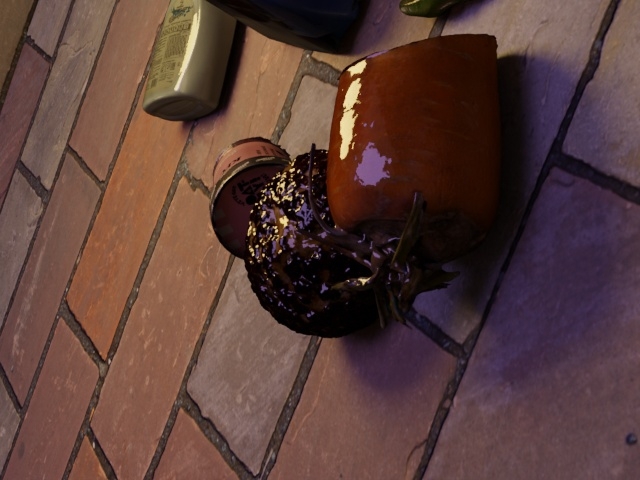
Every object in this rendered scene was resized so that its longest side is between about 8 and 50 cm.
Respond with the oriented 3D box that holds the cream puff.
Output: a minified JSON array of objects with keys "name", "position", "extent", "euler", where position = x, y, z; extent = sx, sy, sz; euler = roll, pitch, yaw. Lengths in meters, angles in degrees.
[{"name":"cream puff","position":[0.000,0.000,1.634],"extent":[0.239,0.165,0.239],"euler":[-31,52,52]}]

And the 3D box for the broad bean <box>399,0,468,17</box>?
[{"name":"broad bean","position":[0.167,-0.312,1.624],"extent":[0.195,0.046,0.061],"euler":[-32,37,45]}]

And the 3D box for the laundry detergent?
[{"name":"laundry detergent","position":[-0.219,-0.356,2.277],"extent":[0.215,0.105,0.280],"euler":[-11,68,61]}]

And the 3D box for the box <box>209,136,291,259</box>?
[{"name":"box","position":[-0.084,-0.065,1.849],"extent":[0.151,0.151,0.135],"euler":[-62,21,20]}]

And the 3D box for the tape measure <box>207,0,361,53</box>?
[{"name":"tape measure","position":[-0.081,-0.391,1.907],"extent":[0.259,0.262,0.138],"euler":[23,87,59]}]

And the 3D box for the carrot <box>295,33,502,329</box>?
[{"name":"carrot","position":[0.098,-0.079,1.459],"extent":[0.193,0.214,0.331],"euler":[-26,57,54]}]
